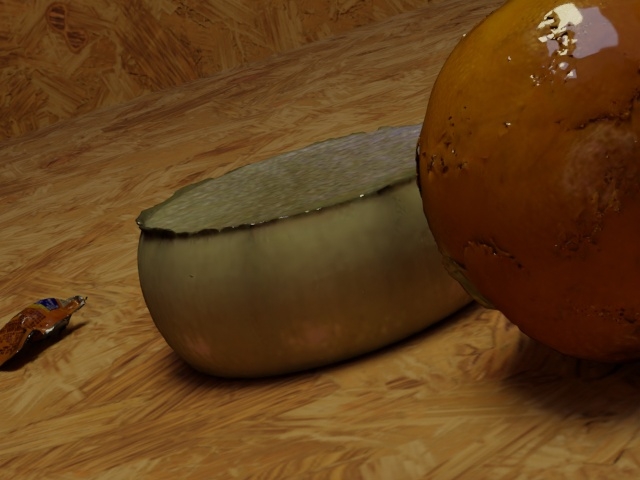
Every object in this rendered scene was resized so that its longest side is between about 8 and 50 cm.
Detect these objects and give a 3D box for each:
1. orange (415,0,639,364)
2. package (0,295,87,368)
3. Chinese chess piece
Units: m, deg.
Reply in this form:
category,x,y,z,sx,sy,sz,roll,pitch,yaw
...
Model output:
category,x,y,z,sx,sy,sz,roll,pitch,yaw
orange,0.173,-0.046,0.886,0.240,0.240,0.240,-17,14,4
package,-0.248,0.075,1.318,0.077,0.033,0.110,6,30,37
Chinese chess piece,0.000,0.000,1.135,0.270,0.112,0.270,-16,14,4
